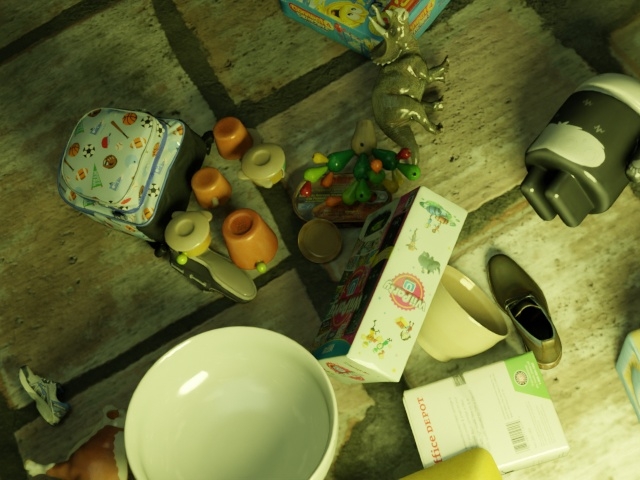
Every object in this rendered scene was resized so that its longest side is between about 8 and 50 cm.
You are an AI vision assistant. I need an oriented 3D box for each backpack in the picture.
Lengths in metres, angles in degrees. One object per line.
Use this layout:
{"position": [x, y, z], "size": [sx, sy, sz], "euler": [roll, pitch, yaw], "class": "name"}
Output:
{"position": [-0.387, -0.138, 1.604], "size": [0.263, 0.213, 0.277], "euler": [11, 71, 30], "class": "backpack"}

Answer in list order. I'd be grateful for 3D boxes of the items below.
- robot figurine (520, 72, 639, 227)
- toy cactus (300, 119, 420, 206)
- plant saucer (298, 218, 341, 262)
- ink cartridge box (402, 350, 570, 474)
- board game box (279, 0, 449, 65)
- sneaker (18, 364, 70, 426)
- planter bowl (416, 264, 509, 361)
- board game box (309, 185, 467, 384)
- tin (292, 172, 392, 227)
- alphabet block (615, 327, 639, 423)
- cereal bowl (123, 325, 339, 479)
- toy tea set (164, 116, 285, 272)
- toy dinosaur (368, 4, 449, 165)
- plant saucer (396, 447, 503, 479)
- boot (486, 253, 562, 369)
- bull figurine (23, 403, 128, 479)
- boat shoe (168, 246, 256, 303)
{"position": [0.467, -0.156, 1.405], "size": [0.209, 0.173, 0.278], "euler": [35, 78, 19], "class": "robot figurine"}
{"position": [0.072, -0.152, 1.513], "size": [0.218, 0.112, 0.181], "euler": [-8, 54, 19], "class": "toy cactus"}
{"position": [0.000, 0.000, 1.521], "size": [0.083, 0.015, 0.084], "euler": [2, 99, 11], "class": "plant saucer"}
{"position": [0.259, 0.290, 1.292], "size": [0.219, 0.092, 0.160], "euler": [-18, 64, 6], "class": "ink cartridge box"}
{"position": [0.117, -0.552, 1.723], "size": [0.302, 0.086, 0.308], "euler": [33, 77, 25], "class": "board game box"}
{"position": [-0.513, 0.281, 1.526], "size": [0.058, 0.052, 0.135], "euler": [-37, 69, -15], "class": "sneaker"}
{"position": [0.216, 0.132, 1.356], "size": [0.109, 0.162, 0.162], "euler": [-48, 60, 21], "class": "planter bowl"}
{"position": [0.103, 0.082, 1.353], "size": [0.097, 0.224, 0.303], "euler": [27, 71, -12], "class": "board game box"}
{"position": [0.042, -0.076, 1.551], "size": [0.189, 0.040, 0.106], "euler": [-1, 70, 14], "class": "tin"}
{"position": [0.571, 0.216, 1.194], "size": [0.197, 0.192, 0.194], "euler": [-19, 64, 5], "class": "alphabet block"}
{"position": [-0.135, 0.315, 1.314], "size": [0.338, 0.141, 0.339], "euler": [-4, 50, 4], "class": "cereal bowl"}
{"position": [-0.156, -0.081, 1.568], "size": [0.199, 0.124, 0.336], "euler": [6, 60, 18], "class": "toy tea set"}
{"position": [0.161, -0.283, 1.570], "size": [0.160, 0.121, 0.314], "euler": [5, 101, 4], "class": "toy dinosaur"}
{"position": [0.156, 0.514, 1.170], "size": [0.332, 0.081, 0.333], "euler": [-24, 78, 5], "class": "plant saucer"}
{"position": [0.339, 0.099, 1.353], "size": [0.082, 0.106, 0.219], "euler": [-25, 62, 2], "class": "boot"}
{"position": [-0.397, 0.433, 1.392], "size": [0.188, 0.101, 0.311], "euler": [-16, 62, 11], "class": "bull figurine"}
{"position": [-0.207, 0.066, 1.548], "size": [0.206, 0.075, 0.065], "euler": [34, 121, 20], "class": "boat shoe"}
